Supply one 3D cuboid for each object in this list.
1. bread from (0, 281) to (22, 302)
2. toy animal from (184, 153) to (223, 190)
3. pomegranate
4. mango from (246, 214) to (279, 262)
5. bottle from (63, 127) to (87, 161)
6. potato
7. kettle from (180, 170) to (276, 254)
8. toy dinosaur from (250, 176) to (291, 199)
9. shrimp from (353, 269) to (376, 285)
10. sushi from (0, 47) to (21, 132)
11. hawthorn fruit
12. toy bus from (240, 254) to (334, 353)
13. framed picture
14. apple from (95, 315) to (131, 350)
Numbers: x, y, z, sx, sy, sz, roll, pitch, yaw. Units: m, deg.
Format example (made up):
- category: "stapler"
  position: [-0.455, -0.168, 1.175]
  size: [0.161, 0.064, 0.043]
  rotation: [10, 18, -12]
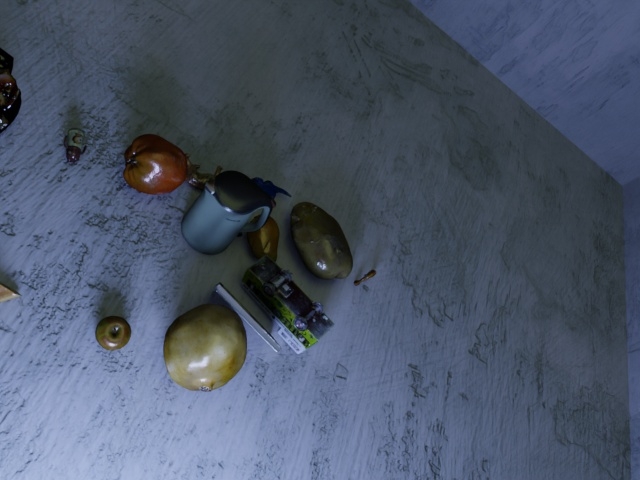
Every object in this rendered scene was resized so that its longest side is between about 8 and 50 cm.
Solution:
- category: "bread"
  position: [-0.774, 0.119, 1.485]
  size: [0.103, 0.049, 0.062]
  rotation: [-21, 111, -43]
- category: "toy animal"
  position: [-0.362, -0.198, 1.975]
  size: [0.241, 0.056, 0.099]
  rotation: [24, 52, -24]
- category: "pomegranate"
  position: [-0.302, 0.282, 1.632]
  size: [0.233, 0.233, 0.233]
  rotation: [18, 55, -27]
- category: "mango"
  position: [-0.183, -0.006, 1.976]
  size: [0.115, 0.089, 0.165]
  rotation: [26, 54, -33]
- category: "bottle"
  position: [-0.702, -0.270, 1.774]
  size: [0.063, 0.047, 0.101]
  rotation: [8, 61, -22]
- category: "potato"
  position: [0.000, 0.000, 2.071]
  size: [0.191, 0.141, 0.296]
  rotation: [-23, 77, -45]
- category: "kettle"
  position: [-0.268, -0.083, 1.837]
  size: [0.240, 0.255, 0.165]
  rotation: [11, 55, -28]
- category: "toy dinosaur"
  position: [-0.162, -0.173, 2.021]
  size: [0.247, 0.188, 0.075]
  rotation: [-6, 76, -40]
- category: "shrimp"
  position: [0.159, 0.128, 2.167]
  size: [0.025, 0.091, 0.127]
  rotation: [59, 12, 5]
- category: "sushi"
  position: [-0.897, -0.364, 1.601]
  size: [0.212, 0.215, 0.227]
  rotation: [39, 27, -17]
- category: "hawthorn fruit"
  position: [-0.483, -0.220, 1.823]
  size: [0.189, 0.189, 0.189]
  rotation: [18, 55, -27]
- category: "toy bus"
  position: [-0.107, 0.194, 1.882]
  size: [0.302, 0.139, 0.113]
  rotation: [46, 46, 6]
- category: "framed picture"
  position: [-0.207, 0.203, 1.710]
  size: [0.024, 0.315, 0.232]
  rotation: [-44, 95, -8]
- category: "apple"
  position: [-0.529, 0.237, 1.582]
  size: [0.089, 0.074, 0.090]
  rotation: [16, 58, -28]
